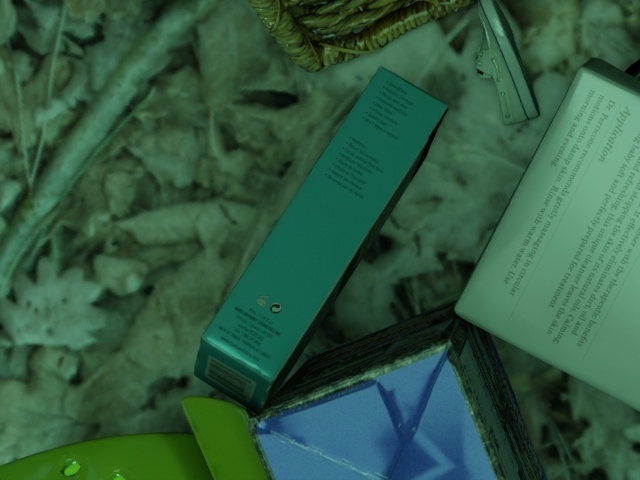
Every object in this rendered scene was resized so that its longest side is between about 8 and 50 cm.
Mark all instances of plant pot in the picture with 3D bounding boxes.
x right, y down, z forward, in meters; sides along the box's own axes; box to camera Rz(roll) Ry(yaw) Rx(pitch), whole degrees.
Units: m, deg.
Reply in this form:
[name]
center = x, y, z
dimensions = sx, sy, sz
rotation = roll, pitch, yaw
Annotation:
[plant pot]
center = -0.096, 0.243, 1.380
dimensions = 0.207, 0.227, 0.228
rotation = -28, 71, 3

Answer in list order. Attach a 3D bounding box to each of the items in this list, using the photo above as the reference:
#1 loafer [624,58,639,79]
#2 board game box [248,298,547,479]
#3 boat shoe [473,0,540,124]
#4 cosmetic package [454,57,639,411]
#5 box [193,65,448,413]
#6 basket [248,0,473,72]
[loafer]
center = 0.259, -0.116, 1.417
dimensions = 0.061, 0.062, 0.170
rotation = 45, 99, -3
[board game box]
center = 0.076, 0.181, 1.340
dimensions = 0.141, 0.291, 0.232
rotation = -21, 91, 8
[boat shoe]
center = 0.131, -0.133, 1.440
dimensions = 0.035, 0.035, 0.100
rotation = -19, 107, 14
[cosmetic package]
center = 0.299, 0.042, 1.316
dimensions = 0.365, 0.155, 0.197
rotation = 29, 102, 6
[box]
center = 0.000, 0.000, 1.385
dimensions = 0.060, 0.100, 0.244
rotation = 31, 70, 4
[basket]
center = 0.064, -0.272, 1.350
dimensions = 0.299, 0.213, 0.223
rotation = -23, 90, 8
